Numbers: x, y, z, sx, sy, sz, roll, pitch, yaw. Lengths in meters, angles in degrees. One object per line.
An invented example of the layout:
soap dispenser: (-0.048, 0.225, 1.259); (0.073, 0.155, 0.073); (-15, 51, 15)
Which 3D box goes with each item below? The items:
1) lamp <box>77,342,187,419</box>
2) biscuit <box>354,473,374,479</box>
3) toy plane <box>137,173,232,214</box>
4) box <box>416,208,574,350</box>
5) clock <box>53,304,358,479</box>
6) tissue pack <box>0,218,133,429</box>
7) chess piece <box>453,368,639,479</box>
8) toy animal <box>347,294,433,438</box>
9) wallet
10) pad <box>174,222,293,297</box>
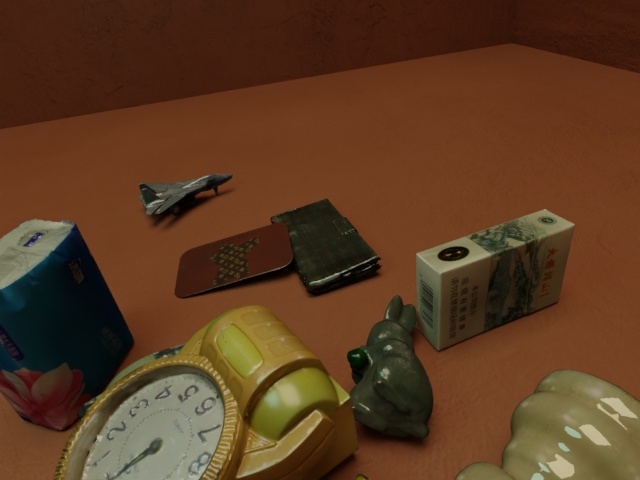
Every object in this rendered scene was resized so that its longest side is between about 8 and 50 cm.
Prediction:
lamp: (-0.232, 0.214, 0.656); (0.250, 0.101, 0.101); (-24, 37, -28)
biscuit: (-0.005, 0.375, 0.435); (0.048, 0.026, 0.292); (10, 37, 31)
toy plane: (-0.382, -0.140, 1.239); (0.268, 0.088, 0.212); (-15, 35, -26)
box: (0.289, 0.065, 0.716); (0.257, 0.164, 0.069); (-18, 33, -14)
clock: (-0.140, 0.244, 0.524); (0.317, 0.200, 0.244); (-34, 37, -21)
tissue pack: (-0.424, 0.126, 0.672); (0.138, 0.269, 0.209); (0, 34, 13)
chess piece: (0.211, 0.284, 0.436); (0.300, 0.166, 0.167); (-30, 39, -19)
toy animal: (0.108, 0.186, 0.648); (0.138, 0.108, 0.236); (37, 23, 1)
wallet: (0.000, 0.001, 0.980); (0.169, 0.044, 0.317); (-20, 34, -11)
pad: (-0.196, 0.038, 0.962); (0.268, 0.004, 0.181); (-17, 35, 0)
